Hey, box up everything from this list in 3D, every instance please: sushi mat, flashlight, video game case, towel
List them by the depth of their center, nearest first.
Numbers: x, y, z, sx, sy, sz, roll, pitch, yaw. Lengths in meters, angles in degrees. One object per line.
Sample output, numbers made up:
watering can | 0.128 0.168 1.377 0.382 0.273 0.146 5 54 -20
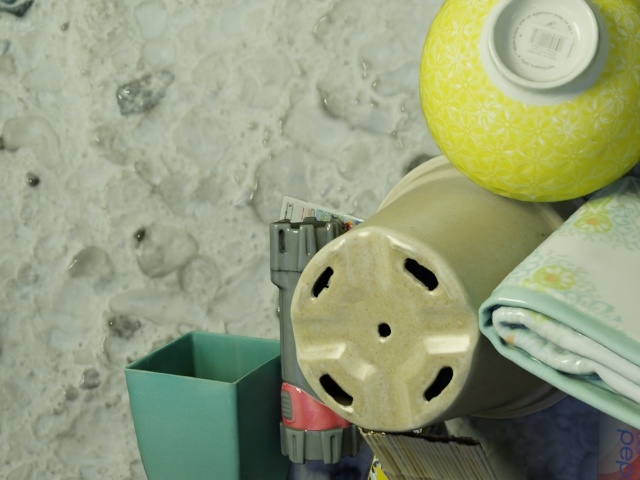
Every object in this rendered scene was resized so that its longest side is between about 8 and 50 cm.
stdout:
towel | 0.394 0.093 1.705 0.374 0.320 0.090 30 128 20
sushi mat | 0.159 0.315 1.922 0.151 0.019 0.316 3 142 28
flashlight | -0.003 0.124 2.048 0.103 0.103 0.304 2 98 14
video game case | 0.000 0.000 2.077 0.122 0.011 0.087 18 106 25

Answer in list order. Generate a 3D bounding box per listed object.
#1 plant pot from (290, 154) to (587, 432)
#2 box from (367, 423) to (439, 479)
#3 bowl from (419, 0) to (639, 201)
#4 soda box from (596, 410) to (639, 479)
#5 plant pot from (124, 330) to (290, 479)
plant pot | 0.131 0.073 1.850 0.334 0.305 0.333 5 100 28
box | 0.096 0.293 2.047 0.054 0.059 0.169 23 109 25
bowl | 0.243 -0.197 1.765 0.290 0.156 0.289 -2 79 8
soda box | 0.370 0.208 1.864 0.083 0.092 0.263 7 102 28
plant pot | -0.134 0.258 2.113 0.166 0.165 0.234 6 107 28
